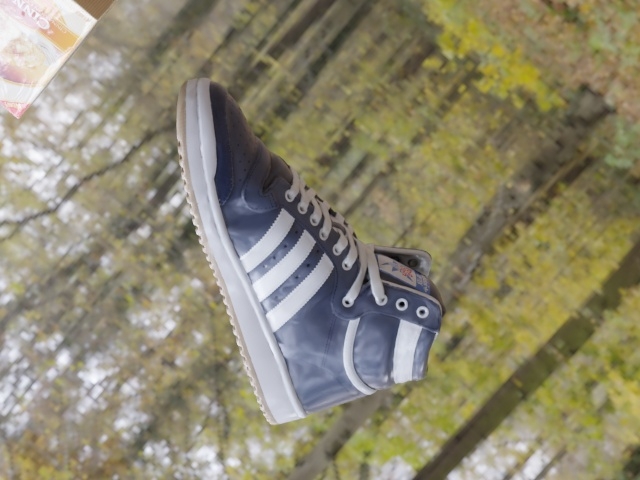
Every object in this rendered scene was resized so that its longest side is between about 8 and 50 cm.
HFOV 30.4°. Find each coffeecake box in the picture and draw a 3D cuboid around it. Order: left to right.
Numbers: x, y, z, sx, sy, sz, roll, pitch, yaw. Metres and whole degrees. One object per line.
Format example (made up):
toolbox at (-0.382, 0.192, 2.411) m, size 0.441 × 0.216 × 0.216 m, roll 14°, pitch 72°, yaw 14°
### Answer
coffeecake box at (-0.284, -0.220, 1.091) m, size 0.142 × 0.185 × 0.068 m, roll 40°, pitch -131°, yaw -13°

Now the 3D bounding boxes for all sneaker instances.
sneaker at (0.000, 0.000, 0.849) m, size 0.099 × 0.153 × 0.282 m, roll -90°, pitch -14°, yaw -61°
